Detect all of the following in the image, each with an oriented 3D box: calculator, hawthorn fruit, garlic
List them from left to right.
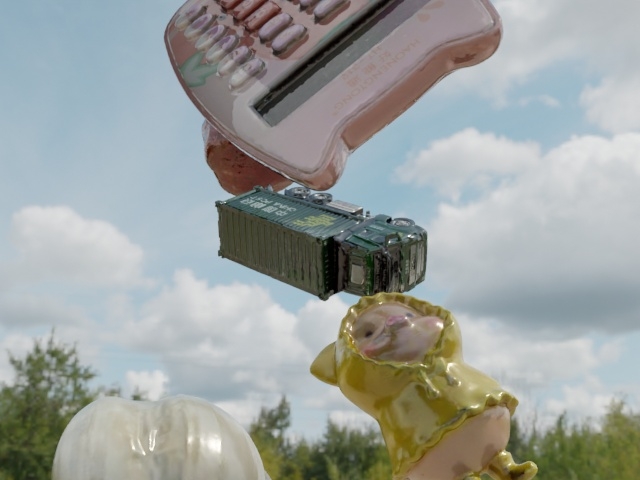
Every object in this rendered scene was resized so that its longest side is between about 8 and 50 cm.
[{"bbox_3d":[-0.121,0.235,0.702,0.184,0.203,0.281,-34,-54,14],"label":"garlic"},{"bbox_3d":[-0.096,-0.169,1.326,0.202,0.185,0.185,-24,-29,20],"label":"hawthorn fruit"},{"bbox_3d":[-0.010,-0.170,0.640,0.220,0.330,0.048,-39,-43,1],"label":"calculator"}]

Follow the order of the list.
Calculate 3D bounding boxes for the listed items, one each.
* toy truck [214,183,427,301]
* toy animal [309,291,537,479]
[{"bbox_3d":[0.000,0.000,0.975,0.259,0.088,0.121,19,30,39],"label":"toy truck"},{"bbox_3d":[0.104,0.154,0.769,0.156,0.230,0.156,-23,-38,-19],"label":"toy animal"}]
